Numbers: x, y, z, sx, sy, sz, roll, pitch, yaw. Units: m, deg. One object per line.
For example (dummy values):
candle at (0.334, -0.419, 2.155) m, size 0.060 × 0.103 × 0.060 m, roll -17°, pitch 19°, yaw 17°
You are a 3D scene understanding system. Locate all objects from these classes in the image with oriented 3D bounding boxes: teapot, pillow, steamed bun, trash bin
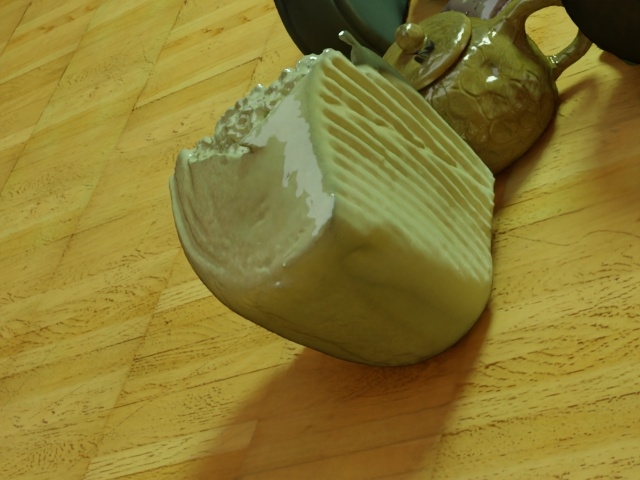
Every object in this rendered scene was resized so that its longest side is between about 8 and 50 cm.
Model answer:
teapot at (0.143, -0.174, 1.736) m, size 0.311 × 0.167 × 0.203 m, roll -32°, pitch 31°, yaw 17°
pillow at (0.221, -0.318, 1.951) m, size 0.185 × 0.043 × 0.118 m, roll -46°, pitch 31°, yaw -6°
steamed bun at (0.000, 0.000, 1.599) m, size 0.272 × 0.290 × 0.273 m, roll -38°, pitch 36°, yaw 36°
trash bin at (0.032, -0.319, 2.043) m, size 0.101 × 0.176 × 0.236 m, roll -23°, pitch 32°, yaw 32°

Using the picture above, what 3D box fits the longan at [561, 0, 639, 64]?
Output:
longan at (0.344, -0.277, 1.588) m, size 0.248 × 0.248 × 0.248 m, roll -30°, pitch 33°, yaw 21°

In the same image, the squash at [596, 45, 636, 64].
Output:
squash at (0.314, -0.202, 1.713) m, size 0.027 × 0.027 × 0.089 m, roll -42°, pitch 27°, yaw 1°
